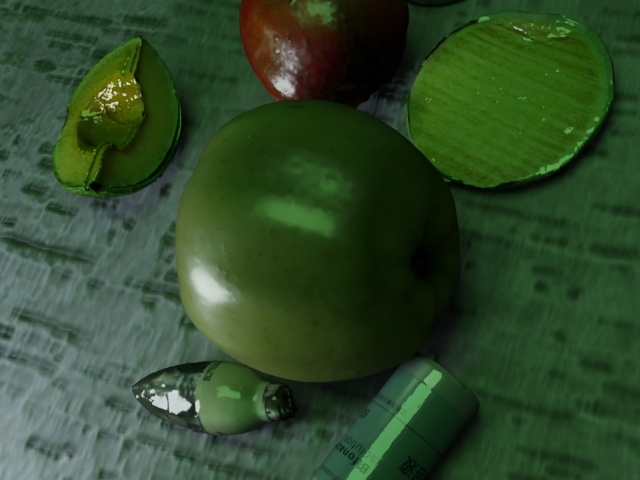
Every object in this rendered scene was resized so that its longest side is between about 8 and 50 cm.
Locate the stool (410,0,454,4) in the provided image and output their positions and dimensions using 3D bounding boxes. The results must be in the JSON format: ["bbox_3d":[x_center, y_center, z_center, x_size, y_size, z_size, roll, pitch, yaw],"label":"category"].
[{"bbox_3d":[0.164,-0.487,1.712,0.195,0.198,0.195,-35,55,0],"label":"stool"}]

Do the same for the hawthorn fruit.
[{"bbox_3d":[-0.025,-0.320,1.661,0.300,0.254,0.254,39,82,18],"label":"hawthorn fruit"}]

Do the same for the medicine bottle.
[{"bbox_3d":[0.047,0.301,1.389,0.110,0.110,0.352,34,80,33],"label":"medicine bottle"}]

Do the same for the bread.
[{"bbox_3d":[0.262,-0.194,1.605,0.301,0.045,0.301,-11,59,20],"label":"bread"}]

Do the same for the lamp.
[{"bbox_3d":[-0.146,0.210,1.532,0.250,0.101,0.101,-2,63,28],"label":"lamp"}]

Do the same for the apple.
[{"bbox_3d":[0.000,0.000,1.434,0.357,0.357,0.357,-10,60,18],"label":"apple"}]

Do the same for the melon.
[{"bbox_3d":[-0.318,-0.166,1.797,0.169,0.129,0.265,-7,62,45],"label":"melon"}]
